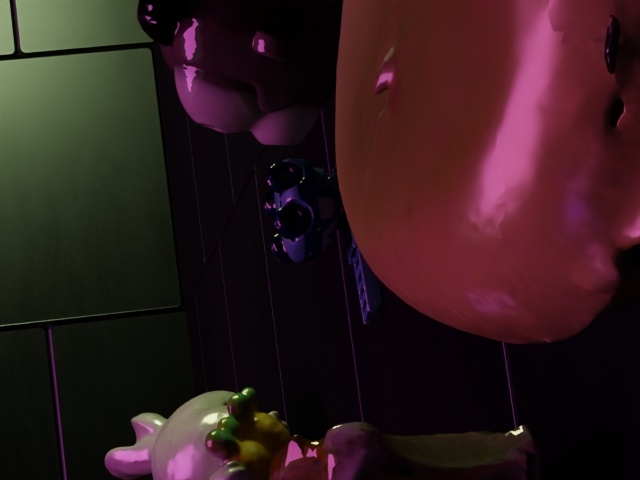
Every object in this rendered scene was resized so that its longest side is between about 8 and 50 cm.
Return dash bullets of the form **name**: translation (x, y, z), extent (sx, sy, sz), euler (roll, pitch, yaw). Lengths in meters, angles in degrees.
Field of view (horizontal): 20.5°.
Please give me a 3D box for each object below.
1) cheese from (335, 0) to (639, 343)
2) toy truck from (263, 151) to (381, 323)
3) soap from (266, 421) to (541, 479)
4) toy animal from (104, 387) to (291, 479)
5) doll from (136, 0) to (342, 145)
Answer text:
- **cheese**: translation (0.075, -0.080, 0.675), extent (0.316, 0.128, 0.259), euler (-119, 26, -63)
- **toy truck**: translation (0.000, 0.000, 1.362), extent (0.063, 0.074, 0.136), euler (103, 159, -65)
- **soap**: translation (0.029, 0.158, 0.997), extent (0.338, 0.169, 0.304), euler (-119, 24, -64)
- **toy animal**: translation (-0.096, 0.275, 1.756), extent (0.247, 0.183, 0.310), euler (-46, 44, 33)
- **doll**: translation (-0.054, -0.145, 1.281), extent (0.257, 0.182, 0.117), euler (-123, 48, -71)
